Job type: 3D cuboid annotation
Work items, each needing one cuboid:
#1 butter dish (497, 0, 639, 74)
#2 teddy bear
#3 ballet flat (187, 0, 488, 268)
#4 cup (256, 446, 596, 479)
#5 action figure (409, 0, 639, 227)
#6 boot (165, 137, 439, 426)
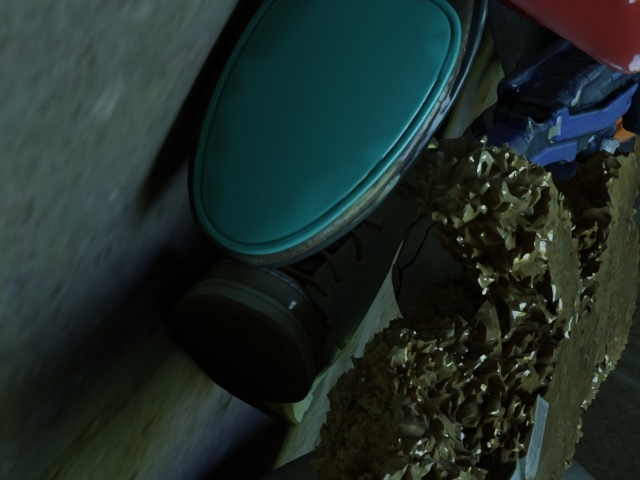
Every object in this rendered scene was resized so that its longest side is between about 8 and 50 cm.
[{"bbox_3d":[0.113,-0.172,0.807,0.160,0.160,0.118,-57,-171,-15],"label":"butter dish"},{"bbox_3d":[0.052,0.078,0.720,0.245,0.113,0.338,73,33,-48],"label":"teddy bear"},{"bbox_3d":[0.035,-0.115,0.687,0.280,0.095,0.096,-63,172,3],"label":"ballet flat"},{"bbox_3d":[0.013,0.269,0.981,0.237,0.331,0.331,10,109,-49],"label":"cup"},{"bbox_3d":[0.132,-0.092,1.027,0.341,0.178,0.330,-29,140,-43],"label":"action figure"},{"bbox_3d":[0.000,0.000,0.812,0.165,0.077,0.213,-59,171,-12],"label":"boot"}]
